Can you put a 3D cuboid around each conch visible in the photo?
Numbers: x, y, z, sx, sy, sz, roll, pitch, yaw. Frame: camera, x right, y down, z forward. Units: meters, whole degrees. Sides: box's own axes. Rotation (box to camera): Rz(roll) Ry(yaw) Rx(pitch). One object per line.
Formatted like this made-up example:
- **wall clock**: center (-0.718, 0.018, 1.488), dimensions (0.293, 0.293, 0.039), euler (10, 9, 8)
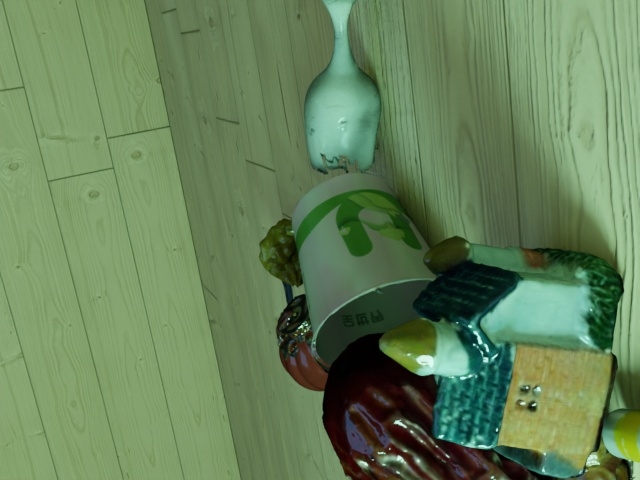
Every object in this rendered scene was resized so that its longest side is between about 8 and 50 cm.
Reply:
- **conch**: center (0.327, 0.301, 0.936), dimensions (0.086, 0.080, 0.232), euler (32, 134, 34)

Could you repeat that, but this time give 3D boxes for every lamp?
- **lamp**: center (0.013, 0.188, 1.518), dimensions (0.227, 0.227, 0.226), euler (165, 90, -70)

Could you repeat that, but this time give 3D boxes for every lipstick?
- **lipstick**: center (0.386, 0.206, 0.749), dimensions (0.264, 0.059, 0.059), euler (163, 92, -71)

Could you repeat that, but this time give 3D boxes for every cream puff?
- **cream puff**: center (-0.068, 0.031, 1.775), dimensions (0.116, 0.146, 0.146), euler (32, 137, 34)

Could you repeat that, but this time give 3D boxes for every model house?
- **model house**: center (0.174, 0.114, 0.851), dimensions (0.184, 0.291, 0.253), euler (16, 93, 59)

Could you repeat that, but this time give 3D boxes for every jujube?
- **jujube**: center (0.167, 0.294, 1.081), dimensions (0.376, 0.258, 0.258), euler (48, 152, 17)

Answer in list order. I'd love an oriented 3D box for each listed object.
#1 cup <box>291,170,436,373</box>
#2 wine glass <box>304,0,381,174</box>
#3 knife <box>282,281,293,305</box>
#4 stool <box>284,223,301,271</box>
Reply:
- **cup**: center (0.076, 0.048, 1.242), dimensions (0.253, 0.253, 0.274), euler (98, 159, -47)
- **wine glass**: center (0.032, -0.270, 1.257), dimensions (0.143, 0.143, 0.321), euler (-133, 33, -53)
- **knife**: center (-0.087, 0.140, 2.045), dimensions (0.031, 0.018, 0.121), euler (30, 133, 54)
- **stool**: center (0.000, 0.000, 1.574), dimensions (0.134, 0.111, 0.135), euler (-124, 29, -45)
